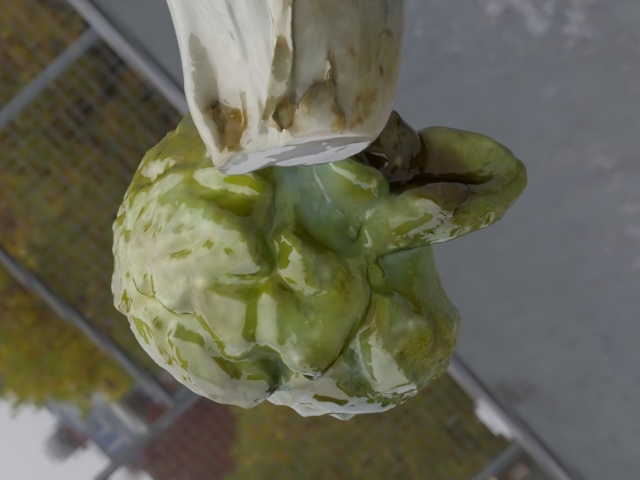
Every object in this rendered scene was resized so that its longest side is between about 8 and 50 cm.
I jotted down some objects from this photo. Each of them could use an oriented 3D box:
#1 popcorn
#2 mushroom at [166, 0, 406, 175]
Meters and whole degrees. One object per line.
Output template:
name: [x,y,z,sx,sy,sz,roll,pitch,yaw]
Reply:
popcorn: [0.000,0.000,1.024,0.198,0.212,0.198,41,-156,-23]
mushroom: [-0.074,-0.182,0.735,0.351,0.123,0.095,56,171,9]
